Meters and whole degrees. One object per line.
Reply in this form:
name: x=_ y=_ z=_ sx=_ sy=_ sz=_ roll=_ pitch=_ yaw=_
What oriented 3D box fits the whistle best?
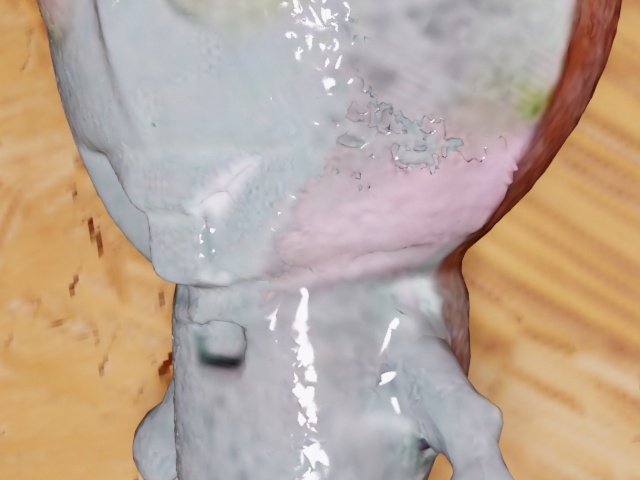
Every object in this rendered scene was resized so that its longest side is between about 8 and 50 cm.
whistle: x=0.001 y=0.000 z=0.387 sx=0.142 sy=0.134 sz=0.346 roll=-1 pitch=93 yaw=21
